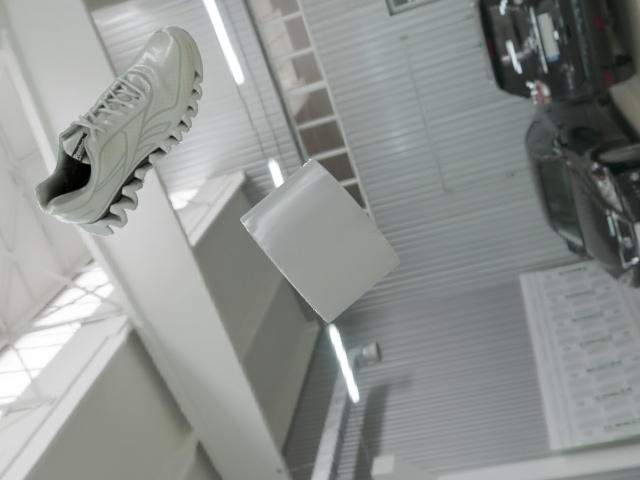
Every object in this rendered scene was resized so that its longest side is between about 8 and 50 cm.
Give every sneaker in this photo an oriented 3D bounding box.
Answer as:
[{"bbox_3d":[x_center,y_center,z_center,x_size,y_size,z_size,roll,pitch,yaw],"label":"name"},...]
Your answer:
[{"bbox_3d":[-0.249,-0.139,0.924,0.110,0.292,0.118,35,-172,29],"label":"sneaker"}]

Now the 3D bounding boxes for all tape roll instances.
[{"bbox_3d":[0.000,0.000,1.302,0.246,0.169,0.246,49,179,1],"label":"tape roll"}]
